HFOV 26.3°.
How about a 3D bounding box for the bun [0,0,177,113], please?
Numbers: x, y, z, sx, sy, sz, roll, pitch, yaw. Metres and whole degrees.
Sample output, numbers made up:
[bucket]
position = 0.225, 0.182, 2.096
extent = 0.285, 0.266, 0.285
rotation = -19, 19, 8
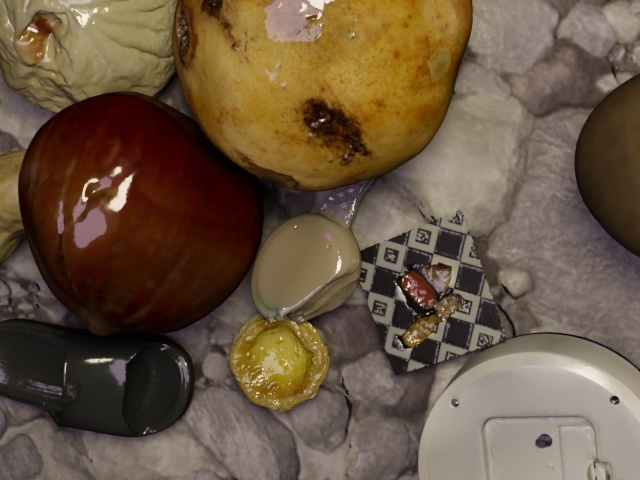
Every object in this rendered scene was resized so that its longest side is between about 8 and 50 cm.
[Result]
[bun]
position = -0.234, -0.209, 1.267
extent = 0.220, 0.134, 0.220
rotation = 8, 116, 18

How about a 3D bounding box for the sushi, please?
[sushi]
position = 0.103, 0.048, 1.268
extent = 0.120, 0.026, 0.126
rotation = -21, 90, 24

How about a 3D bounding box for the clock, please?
[clock]
position = 0.206, 0.202, 1.236
extent = 0.230, 0.083, 0.230
rotation = 4, 103, 16

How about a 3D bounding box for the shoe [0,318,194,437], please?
[shoe]
position = -0.249, 0.142, 1.374
extent = 0.241, 0.093, 0.108
rotation = 9, 103, 19

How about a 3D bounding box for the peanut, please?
[peanut]
position = -0.322, -0.032, 1.363
extent = 0.214, 0.090, 0.099
rotation = -23, 79, 22

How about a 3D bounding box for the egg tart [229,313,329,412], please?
[egg tart]
position = -0.037, 0.112, 1.321
extent = 0.105, 0.039, 0.105
rotation = 4, 102, 18

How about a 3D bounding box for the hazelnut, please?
[hazelnut]
position = -0.162, -0.017, 1.236
extent = 0.229, 0.229, 0.230
rotation = 4, 102, 18

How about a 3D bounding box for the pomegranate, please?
[pomegranate]
position = -0.005, -0.170, 1.150
extent = 0.260, 0.260, 0.260
rotation = 4, 102, 18

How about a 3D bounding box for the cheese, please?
[cheese]
position = 0.004, 0.005, 1.267
extent = 0.171, 0.047, 0.092
rotation = -44, 68, 8

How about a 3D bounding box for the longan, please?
[longan]
position = 0.297, -0.049, 1.117
extent = 0.185, 0.159, 0.204
rotation = 24, 147, 30
